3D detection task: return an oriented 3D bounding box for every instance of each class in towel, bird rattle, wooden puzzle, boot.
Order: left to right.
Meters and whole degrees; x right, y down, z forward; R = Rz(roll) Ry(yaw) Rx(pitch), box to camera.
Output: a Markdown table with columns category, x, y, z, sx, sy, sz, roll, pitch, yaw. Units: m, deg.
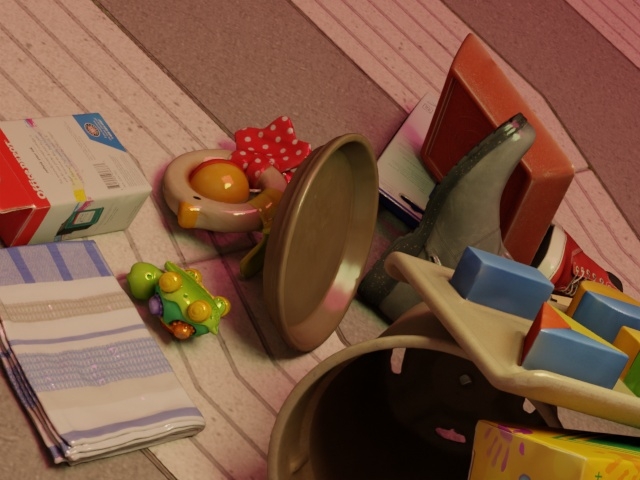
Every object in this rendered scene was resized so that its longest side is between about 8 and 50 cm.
| category | x | y | z | sx | sy | sz | roll | pitch | yaw |
| --- | --- | --- | --- | --- | --- | --- | --- | --- | --- |
| towel | -0.264 | 0.114 | 1.679 | 0.209 | 0.034 | 0.285 | -6 | 54 | -46 |
| bird rattle | -0.100 | -0.075 | 1.968 | 0.207 | 0.143 | 0.253 | 4 | 42 | -18 |
| boot | 0.226 | 0.017 | 1.981 | 0.223 | 0.338 | 0.118 | 40 | 24 | 7 |
| wooden puzzle | 0.266 | 0.099 | 1.585 | 0.322 | 0.080 | 0.348 | 17 | 12 | -24 |
| boot | 0.381 | 0.061 | 2.244 | 0.176 | 0.088 | 0.244 | 42 | 17 | 1 |

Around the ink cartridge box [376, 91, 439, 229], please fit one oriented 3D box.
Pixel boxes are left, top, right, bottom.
| category | x | y | z | sx | sy | sz | roll | pitch | yaw |
| --- | --- | --- | --- | --- | --- | --- | --- | --- | --- |
| ink cartridge box | 0.163 | -0.093 | 2.273 | 0.165 | 0.065 | 0.332 | 39 | 33 | -1 |

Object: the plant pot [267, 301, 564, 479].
| category | x | y | z | sx | sy | sz | roll | pitch | yaw |
| --- | --- | --- | --- | --- | --- | --- | --- | --- | --- |
| plant pot | 0.142 | 0.212 | 1.727 | 0.334 | 0.334 | 0.305 | 39 | 23 | 1 |

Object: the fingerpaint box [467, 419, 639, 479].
| category | x | y | z | sx | sy | sz | roll | pitch | yaw |
| --- | --- | --- | --- | --- | --- | --- | --- | --- | --- |
| fingerpaint box | 0.295 | 0.421 | 1.491 | 0.371 | 0.444 | 0.163 | 11 | 1 | -34 |

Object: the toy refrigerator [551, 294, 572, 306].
| category | x | y | z | sx | sy | sz | roll | pitch | yaw |
| --- | --- | --- | --- | --- | --- | --- | --- | --- | --- |
| toy refrigerator | 0.423 | 0.157 | 2.132 | 0.270 | 0.102 | 0.094 | 11 | 41 | -9 |

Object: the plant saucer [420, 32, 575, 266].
| category | x | y | z | sx | sy | sz | roll | pitch | yaw |
| --- | --- | --- | --- | --- | --- | --- | --- | --- | --- |
| plant saucer | 0.228 | -0.110 | 2.107 | 0.048 | 0.259 | 0.258 | -22 | 63 | -22 |

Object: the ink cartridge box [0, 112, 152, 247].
| category | x | y | z | sx | sy | sz | roll | pitch | yaw |
| --- | --- | --- | --- | --- | --- | --- | --- | --- | --- |
| ink cartridge box | -0.329 | -0.071 | 1.788 | 0.231 | 0.078 | 0.134 | -11 | 57 | -48 |

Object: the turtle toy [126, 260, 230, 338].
| category | x | y | z | sx | sy | sz | roll | pitch | yaw |
| --- | --- | --- | --- | --- | --- | --- | --- | --- | --- |
| turtle toy | -0.170 | 0.068 | 1.785 | 0.130 | 0.066 | 0.095 | 43 | 12 | 11 |

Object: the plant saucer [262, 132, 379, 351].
| category | x | y | z | sx | sy | sz | roll | pitch | yaw |
| --- | --- | --- | --- | --- | --- | --- | --- | --- | --- |
| plant saucer | 0.000 | 0.000 | 1.875 | 0.041 | 0.277 | 0.278 | 16 | 28 | 22 |
